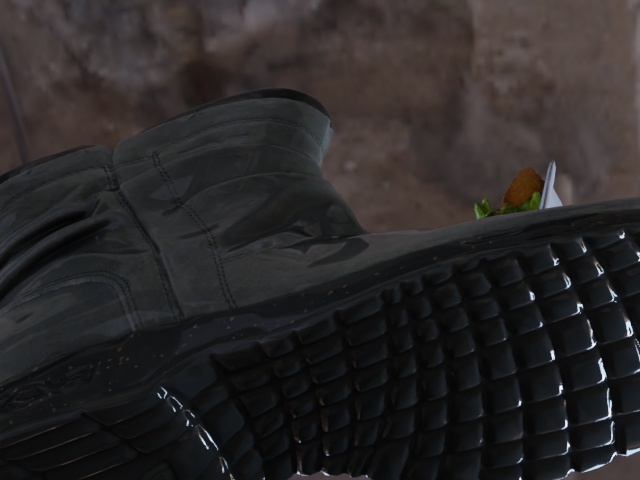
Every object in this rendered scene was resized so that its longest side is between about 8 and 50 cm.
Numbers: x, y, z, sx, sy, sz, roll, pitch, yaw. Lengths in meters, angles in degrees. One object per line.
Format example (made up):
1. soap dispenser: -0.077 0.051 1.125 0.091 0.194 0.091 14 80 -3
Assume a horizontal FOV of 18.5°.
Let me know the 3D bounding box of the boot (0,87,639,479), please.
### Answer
1. boot: 0.000 0.000 0.583 0.246 0.083 0.161 -14 -142 6

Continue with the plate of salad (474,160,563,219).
1. plate of salad: 0.079 0.061 0.883 0.048 0.200 0.200 10 -130 6
